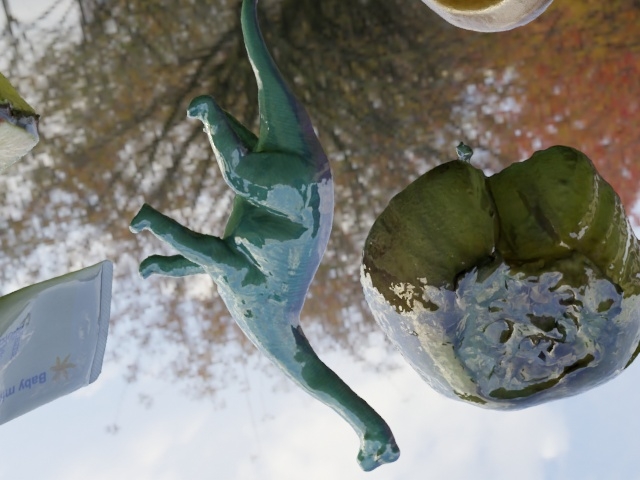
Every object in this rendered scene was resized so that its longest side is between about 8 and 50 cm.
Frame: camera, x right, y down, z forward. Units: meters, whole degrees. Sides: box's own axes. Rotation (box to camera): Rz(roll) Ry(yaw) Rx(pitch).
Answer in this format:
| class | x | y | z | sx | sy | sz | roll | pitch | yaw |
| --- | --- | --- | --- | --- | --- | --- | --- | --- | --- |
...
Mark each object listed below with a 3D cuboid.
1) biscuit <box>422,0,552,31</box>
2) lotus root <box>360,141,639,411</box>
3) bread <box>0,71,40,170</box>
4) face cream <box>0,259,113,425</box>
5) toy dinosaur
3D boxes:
| class | x | y | z | sx | sy | sz | roll | pitch | yaw |
| --- | --- | --- | --- | --- | --- | --- | --- | --- | --- |
| biscuit | 0.125 | -0.302 | 0.987 | 0.037 | 0.262 | 0.262 | -15 | -164 | -30 |
| lotus root | 0.130 | 0.039 | 0.783 | 0.183 | 0.203 | 0.078 | -36 | -161 | 11 |
| bread | -0.394 | -0.144 | 1.007 | 0.167 | 0.264 | 0.163 | -43 | 170 | 6 |
| face cream | -0.240 | 0.091 | 0.880 | 0.070 | 0.114 | 0.224 | 28 | -150 | 33 |
| toy dinosaur | 0.000 | 0.000 | 1.166 | 0.331 | 0.383 | 0.129 | 27 | -164 | 6 |
